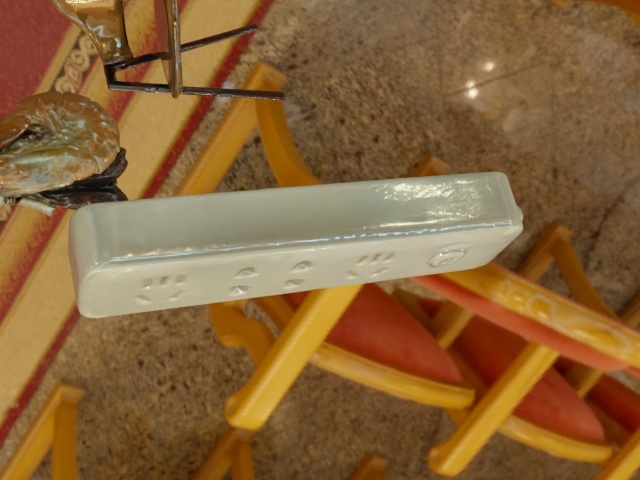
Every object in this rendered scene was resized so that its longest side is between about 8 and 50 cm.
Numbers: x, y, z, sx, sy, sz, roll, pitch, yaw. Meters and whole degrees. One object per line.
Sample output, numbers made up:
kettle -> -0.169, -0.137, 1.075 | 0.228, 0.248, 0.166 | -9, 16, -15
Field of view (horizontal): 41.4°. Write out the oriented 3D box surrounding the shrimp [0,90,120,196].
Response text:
shrimp -> -0.338, -0.112, 0.995 | 0.217, 0.115, 0.051 | -24, 170, -34

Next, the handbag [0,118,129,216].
handbag -> -0.507, -0.092, 1.194 | 0.416, 0.317, 0.180 | -8, 107, -45

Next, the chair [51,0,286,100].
chair -> -0.168, -0.253, 0.939 | 0.247, 0.172, 0.159 | -10, 143, -17

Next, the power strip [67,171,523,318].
power strip -> 0.000, 0.000, 0.680 | 0.385, 0.062, 0.091 | -6, 154, -21
